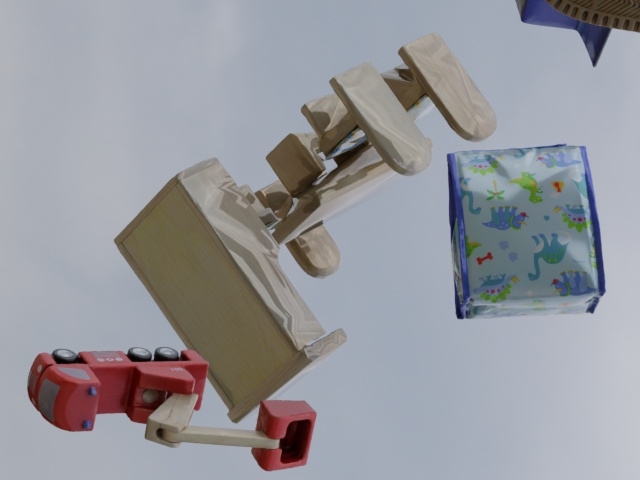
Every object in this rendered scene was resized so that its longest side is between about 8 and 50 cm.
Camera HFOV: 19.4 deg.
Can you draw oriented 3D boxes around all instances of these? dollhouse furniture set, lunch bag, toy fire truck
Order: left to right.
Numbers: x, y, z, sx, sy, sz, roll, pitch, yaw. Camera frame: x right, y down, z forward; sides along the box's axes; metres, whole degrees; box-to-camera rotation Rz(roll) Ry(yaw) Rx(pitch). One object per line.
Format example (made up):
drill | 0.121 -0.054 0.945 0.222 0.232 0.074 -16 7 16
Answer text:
toy fire truck | -0.115 0.129 1.434 0.135 0.192 0.047 39 -58 55
dollhouse furniture set | 0.000 0.000 2.202 0.256 0.394 0.362 56 -44 7
lunch bag | 0.179 -0.010 1.657 0.096 0.129 0.151 95 -8 -74

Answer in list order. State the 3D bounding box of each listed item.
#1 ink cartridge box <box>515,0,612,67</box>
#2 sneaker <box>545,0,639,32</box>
ink cartridge box | 0.215 -0.346 1.880 0.165 0.065 0.332 99 -24 -68
sneaker | 0.307 -0.200 1.550 0.153 0.282 0.099 -82 -167 -73
